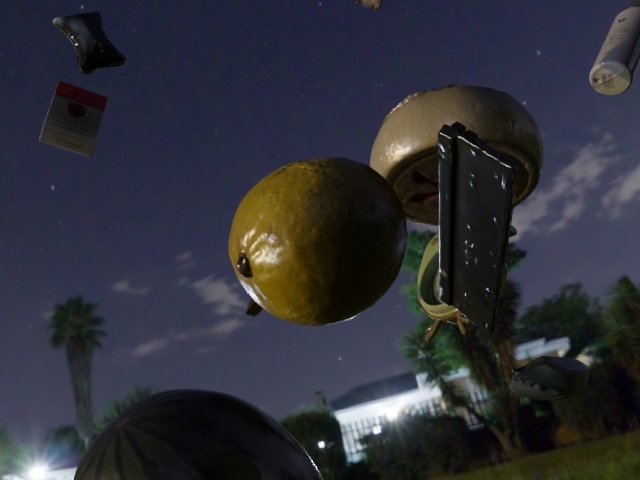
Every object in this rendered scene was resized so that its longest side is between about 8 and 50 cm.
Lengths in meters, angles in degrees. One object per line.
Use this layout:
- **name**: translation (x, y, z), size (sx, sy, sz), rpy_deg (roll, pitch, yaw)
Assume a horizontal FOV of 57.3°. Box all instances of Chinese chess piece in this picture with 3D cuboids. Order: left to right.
- **Chinese chess piece**: translation (0.269, -0.160, 1.176), size (0.338, 0.140, 0.338), rpy_deg (1, -27, 1)

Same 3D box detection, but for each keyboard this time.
- **keyboard**: translation (0.111, 0.002, 0.426), size (0.018, 0.060, 0.195), rpy_deg (-35, -37, -17)

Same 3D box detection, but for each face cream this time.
- **face cream**: translation (0.703, -0.462, 1.342), size (0.092, 0.311, 0.092), rpy_deg (25, -30, 16)

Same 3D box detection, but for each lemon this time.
- **lemon**: translation (0.000, 0.000, 0.977), size (0.297, 0.297, 0.297), rpy_deg (-10, -26, -5)

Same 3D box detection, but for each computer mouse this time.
- **computer mouse**: translation (0.488, 0.295, 1.227), size (0.229, 0.068, 0.113), rpy_deg (9, -49, -33)

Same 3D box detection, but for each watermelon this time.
- **watermelon**: translation (-0.120, 0.339, 0.668), size (0.279, 0.359, 0.279), rpy_deg (-32, 10, 6)

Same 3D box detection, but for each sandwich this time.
- **sandwich**: translation (-0.141, 0.137, 1.356), size (0.031, 0.083, 0.044), rpy_deg (29, -21, -25)

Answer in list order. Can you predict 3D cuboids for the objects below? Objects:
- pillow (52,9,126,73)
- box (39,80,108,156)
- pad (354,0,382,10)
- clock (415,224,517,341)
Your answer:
- **pillow**: translation (-0.452, -0.390, 1.149), size (0.091, 0.135, 0.055), rpy_deg (-32, -9, -5)
- **box**: translation (-0.492, -0.245, 1.175), size (0.100, 0.152, 0.048), rpy_deg (19, -44, -27)
- **pad**: translation (0.033, -0.479, 0.707), size (0.004, 0.220, 0.330), rpy_deg (-27, -36, -39)
- **clock**: translation (0.324, 0.094, 1.351), size (0.096, 0.308, 0.235), rpy_deg (33, -32, -21)
